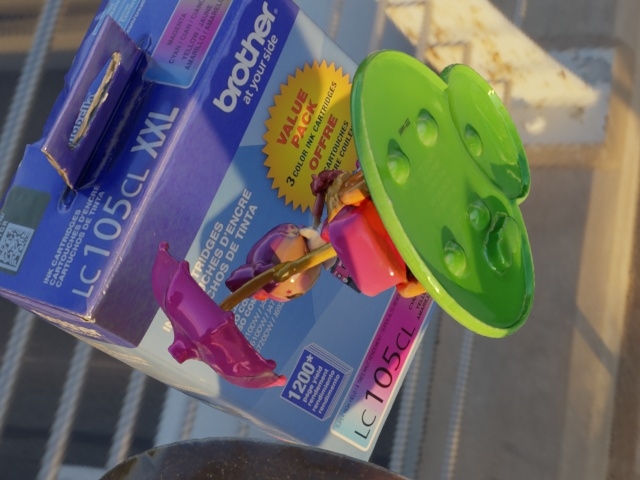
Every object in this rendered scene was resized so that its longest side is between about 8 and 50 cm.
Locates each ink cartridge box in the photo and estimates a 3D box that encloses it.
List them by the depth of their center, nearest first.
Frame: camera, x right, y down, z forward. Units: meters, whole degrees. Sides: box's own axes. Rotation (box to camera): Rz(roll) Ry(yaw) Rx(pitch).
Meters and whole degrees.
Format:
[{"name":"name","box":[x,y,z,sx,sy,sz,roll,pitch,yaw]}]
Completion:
[{"name":"ink cartridge box","box":[-0.071,-0.024,1.029,0.151,0.395,0.270,13,75,43]}]

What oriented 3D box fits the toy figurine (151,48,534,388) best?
[{"name":"toy figurine","box":[0.000,0.000,0.631,0.159,0.130,0.173,-26,14,29]}]

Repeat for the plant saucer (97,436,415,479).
[{"name":"plant saucer","box":[-0.001,0.148,0.466,0.198,0.199,0.036,1,38,23]}]
